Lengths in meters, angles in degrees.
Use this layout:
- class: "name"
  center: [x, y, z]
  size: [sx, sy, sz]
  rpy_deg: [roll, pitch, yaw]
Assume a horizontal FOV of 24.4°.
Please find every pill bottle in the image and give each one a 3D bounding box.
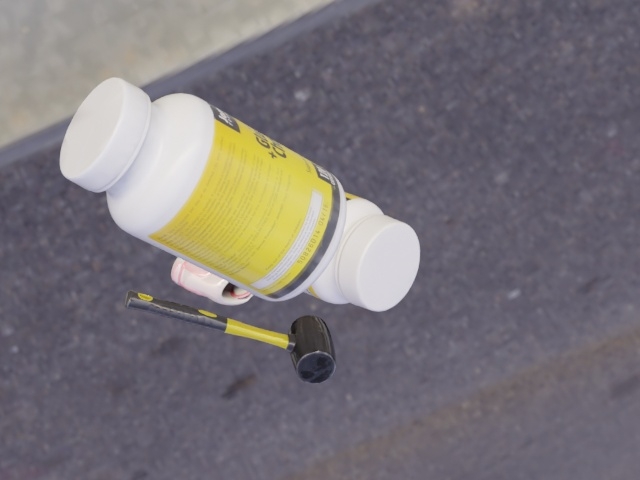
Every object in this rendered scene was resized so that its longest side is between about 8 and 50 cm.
- class: "pill bottle"
  center: [-0.079, -0.037, 1.004]
  size: [0.184, 0.103, 0.103]
  rpy_deg: [28, 119, -32]
- class: "pill bottle"
  center: [0.000, 0.000, 1.616]
  size: [0.119, 0.208, 0.119]
  rpy_deg: [-21, 120, -41]

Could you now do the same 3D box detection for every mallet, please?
- class: "mallet"
  center: [-0.075, 0.070, 1.273]
  size: [0.190, 0.062, 0.039]
  rpy_deg: [20, 115, -10]

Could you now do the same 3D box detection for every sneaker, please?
- class: "sneaker"
  center: [-0.074, 0.026, 1.412]
  size: [0.134, 0.070, 0.051]
  rpy_deg: [-23, 131, -50]
